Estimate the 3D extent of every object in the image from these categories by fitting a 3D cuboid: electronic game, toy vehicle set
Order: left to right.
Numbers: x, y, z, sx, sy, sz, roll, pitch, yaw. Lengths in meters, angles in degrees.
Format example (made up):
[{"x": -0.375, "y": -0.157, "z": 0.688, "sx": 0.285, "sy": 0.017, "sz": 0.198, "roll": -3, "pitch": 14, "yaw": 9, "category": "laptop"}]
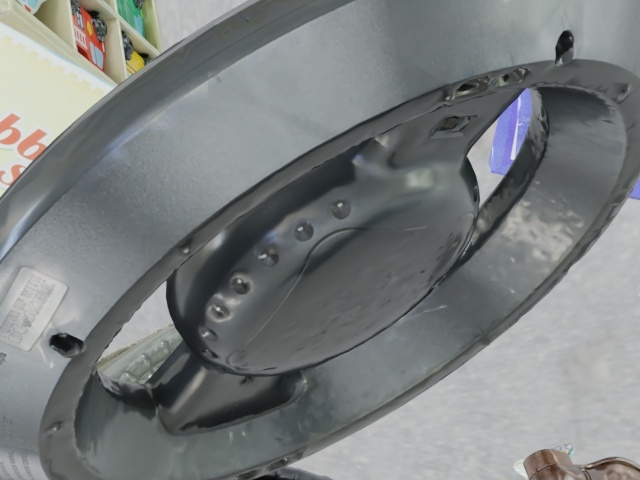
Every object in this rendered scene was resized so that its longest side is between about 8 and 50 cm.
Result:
[{"x": -0.143, "y": -0.156, "z": 0.945, "sx": 0.035, "sy": 0.267, "sz": 0.166, "roll": -13, "pitch": 78, "yaw": 10, "category": "toy vehicle set"}, {"x": 0.000, "y": 0.000, "z": 0.478, "sx": 0.229, "sy": 0.229, "sz": 0.048, "roll": -31, "pitch": 66, "yaw": -6, "category": "electronic game"}]

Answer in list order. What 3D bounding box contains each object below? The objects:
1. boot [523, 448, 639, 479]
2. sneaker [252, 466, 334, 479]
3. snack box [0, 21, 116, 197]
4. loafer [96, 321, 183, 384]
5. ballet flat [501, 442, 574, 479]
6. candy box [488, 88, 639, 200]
[{"x": 0.177, "y": 0.185, "z": 1.064, "sx": 0.106, "sy": 0.037, "sz": 0.114, "roll": 11, "pitch": 43, "yaw": -34, "category": "boot"}, {"x": -0.004, "y": 0.356, "z": 1.739, "sx": 0.321, "sy": 0.124, "sz": 0.180, "roll": 46, "pitch": 127, "yaw": -3, "category": "sneaker"}, {"x": -0.224, "y": -0.033, "z": 0.656, "sx": 0.322, "sy": 0.060, "sz": 0.187, "roll": 30, "pitch": 80, "yaw": 9, "category": "snack box"}, {"x": -0.121, "y": 0.103, "z": 0.973, "sx": 0.251, "sy": 0.087, "sz": 0.094, "roll": -26, "pitch": 109, "yaw": -23, "category": "loafer"}, {"x": 0.189, "y": 0.227, "z": 1.634, "sx": 0.041, "sy": 0.041, "sz": 0.114, "roll": 34, "pitch": 103, "yaw": 1, "category": "ballet flat"}, {"x": 0.253, "y": -0.111, "z": 1.030, "sx": 0.268, "sy": 0.317, "sz": 0.122, "roll": 12, "pitch": 112, "yaw": 7, "category": "candy box"}]
